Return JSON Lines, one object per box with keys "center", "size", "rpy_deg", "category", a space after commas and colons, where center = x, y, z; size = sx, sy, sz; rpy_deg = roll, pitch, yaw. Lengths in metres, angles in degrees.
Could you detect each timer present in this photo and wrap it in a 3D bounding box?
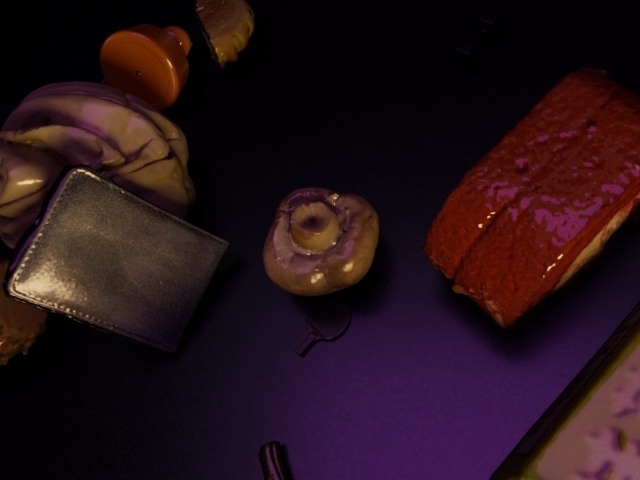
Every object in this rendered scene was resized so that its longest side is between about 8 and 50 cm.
{"center": [-0.255, -0.299, 0.943], "size": [0.132, 0.131, 0.152], "rpy_deg": [4, 40, 19], "category": "timer"}

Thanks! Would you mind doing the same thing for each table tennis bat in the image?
{"center": [0.001, 0.104, 0.702], "size": [0.050, 0.007, 0.083], "rpy_deg": [36, 76, 29], "category": "table tennis bat"}

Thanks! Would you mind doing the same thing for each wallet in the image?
{"center": [-0.234, 0.025, 0.695], "size": [0.036, 0.222, 0.167], "rpy_deg": [12, 75, 58], "category": "wallet"}

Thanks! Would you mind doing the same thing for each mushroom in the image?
{"center": [0.000, 0.000, 0.697], "size": [0.148, 0.112, 0.147], "rpy_deg": [-4, 59, 6], "category": "mushroom"}

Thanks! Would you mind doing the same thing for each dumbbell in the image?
{"center": [0.219, -0.278, 0.818], "size": [0.036, 0.040, 0.083], "rpy_deg": [38, 78, -3], "category": "dumbbell"}

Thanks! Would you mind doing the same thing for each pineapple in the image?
{"center": [-0.518, 0.138, 0.777], "size": [0.310, 0.141, 0.170], "rpy_deg": [-23, 84, 13], "category": "pineapple"}

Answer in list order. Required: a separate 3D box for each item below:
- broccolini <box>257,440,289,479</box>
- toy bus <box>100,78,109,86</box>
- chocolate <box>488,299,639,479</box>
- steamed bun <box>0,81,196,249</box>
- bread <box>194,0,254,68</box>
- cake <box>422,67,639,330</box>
{"center": [0.041, 0.278, 0.574], "size": [0.123, 0.062, 0.272], "rpy_deg": [-43, 58, -15], "category": "broccolini"}
{"center": [-0.343, -0.249, 0.976], "size": [0.052, 0.037, 0.130], "rpy_deg": [21, 72, 30], "category": "toy bus"}
{"center": [0.342, 0.190, 0.477], "size": [0.301, 0.137, 0.289], "rpy_deg": [-46, 60, -9], "category": "chocolate"}
{"center": [-0.322, -0.099, 0.792], "size": [0.276, 0.203, 0.288], "rpy_deg": [-6, 61, 12], "category": "steamed bun"}
{"center": [-0.152, -0.351, 0.943], "size": [0.095, 0.083, 0.157], "rpy_deg": [-30, 61, -3], "category": "bread"}
{"center": [0.241, -0.048, 0.610], "size": [0.283, 0.177, 0.151], "rpy_deg": [-40, 59, -5], "category": "cake"}
